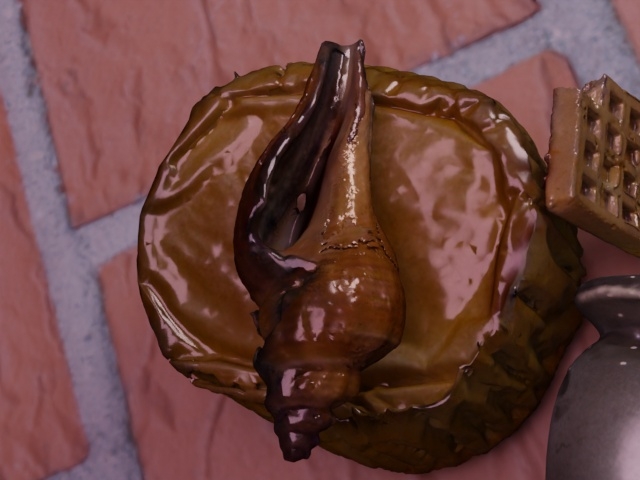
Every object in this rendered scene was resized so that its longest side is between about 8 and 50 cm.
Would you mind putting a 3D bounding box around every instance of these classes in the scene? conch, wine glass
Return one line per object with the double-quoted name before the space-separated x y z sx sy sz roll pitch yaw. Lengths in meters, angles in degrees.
"conch" -0.004 0.004 0.759 0.086 0.080 0.233 2 57 -22
"wine glass" 0.176 0.123 0.772 0.111 0.111 0.204 3 74 24

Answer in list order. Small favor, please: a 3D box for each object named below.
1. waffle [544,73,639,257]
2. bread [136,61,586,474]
"waffle" 0.170 -0.042 0.816 0.021 0.135 0.092 -4 71 39
"bread" 0.027 0.011 0.859 0.253 0.142 0.227 18 80 24
